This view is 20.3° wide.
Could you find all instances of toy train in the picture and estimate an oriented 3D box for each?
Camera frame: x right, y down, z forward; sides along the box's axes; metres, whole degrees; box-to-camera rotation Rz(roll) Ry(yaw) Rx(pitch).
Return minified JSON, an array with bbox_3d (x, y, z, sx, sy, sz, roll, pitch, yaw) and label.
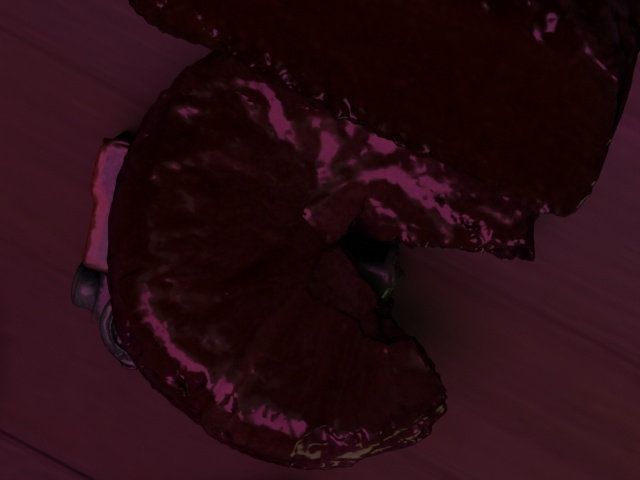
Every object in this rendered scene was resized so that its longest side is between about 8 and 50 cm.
[{"bbox_3d":[-0.039,0.017,0.915,0.176,0.074,0.118,13,103,4],"label":"toy train"}]

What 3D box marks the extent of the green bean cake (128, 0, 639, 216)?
[{"bbox_3d":[0.030,-0.115,0.780,0.233,0.198,0.097,21,119,8],"label":"green bean cake"}]

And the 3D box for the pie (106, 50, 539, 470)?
[{"bbox_3d":[0.000,0.000,0.858,0.204,0.054,0.218,16,85,-4],"label":"pie"}]
